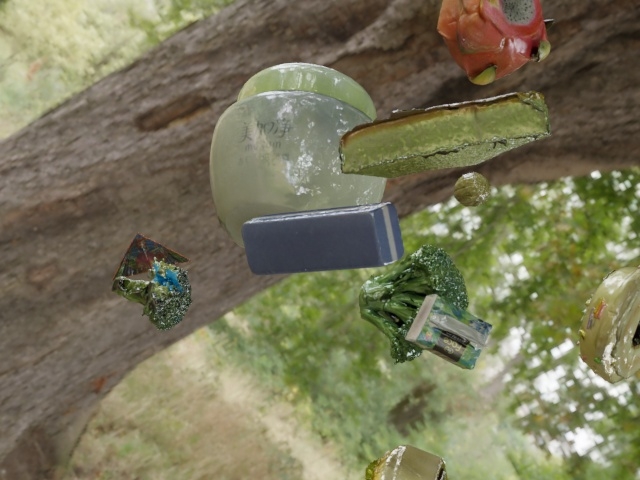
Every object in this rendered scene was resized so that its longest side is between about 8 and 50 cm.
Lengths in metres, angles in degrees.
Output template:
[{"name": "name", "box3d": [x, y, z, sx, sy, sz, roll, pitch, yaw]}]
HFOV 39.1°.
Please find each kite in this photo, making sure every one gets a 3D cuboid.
[{"name": "kite", "box3d": [-0.392, 0.049, 2.059, 0.010, 0.189, 0.159, -98, 175, -63]}]

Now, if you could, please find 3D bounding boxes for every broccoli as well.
[{"name": "broccoli", "box3d": [-0.333, 0.103, 1.791, 0.160, 0.154, 0.167, 15, 54, -17]}, {"name": "broccoli", "box3d": [0.212, 0.137, 2.029, 0.261, 0.241, 0.269, -64, 155, -60]}]

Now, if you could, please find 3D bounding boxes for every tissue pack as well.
[{"name": "tissue pack", "box3d": [0.211, 0.148, 1.450, 0.111, 0.085, 0.079, 29, -10, -10]}]

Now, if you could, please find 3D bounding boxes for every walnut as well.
[{"name": "walnut", "box3d": [0.358, -0.119, 2.119, 0.092, 0.092, 0.092, 58, 8, -14]}]

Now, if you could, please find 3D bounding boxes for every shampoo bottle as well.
[{"name": "shampoo bottle", "box3d": [-0.039, -0.127, 1.615, 0.322, 0.322, 0.318, 48, 44, -56]}]

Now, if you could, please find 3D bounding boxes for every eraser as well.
[{"name": "eraser", "box3d": [0.000, 0.000, 1.237, 0.036, 0.225, 0.082, -41, 122, -59]}]

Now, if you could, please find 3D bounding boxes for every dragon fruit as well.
[{"name": "dragon fruit", "box3d": [0.444, -0.550, 2.229, 0.189, 0.290, 0.291, -14, -70, 56]}]

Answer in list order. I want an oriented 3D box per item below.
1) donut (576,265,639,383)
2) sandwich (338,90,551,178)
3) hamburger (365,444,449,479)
[{"name": "donut", "box3d": [0.414, 0.111, 1.238, 0.068, 0.175, 0.175, 26, -17, 40]}, {"name": "sandwich", "box3d": [0.168, -0.125, 1.092, 0.212, 0.244, 0.063, -5, 88, -67]}, {"name": "hamburger", "box3d": [0.112, 0.347, 1.125, 0.210, 0.116, 0.173, -33, 103, -73]}]
